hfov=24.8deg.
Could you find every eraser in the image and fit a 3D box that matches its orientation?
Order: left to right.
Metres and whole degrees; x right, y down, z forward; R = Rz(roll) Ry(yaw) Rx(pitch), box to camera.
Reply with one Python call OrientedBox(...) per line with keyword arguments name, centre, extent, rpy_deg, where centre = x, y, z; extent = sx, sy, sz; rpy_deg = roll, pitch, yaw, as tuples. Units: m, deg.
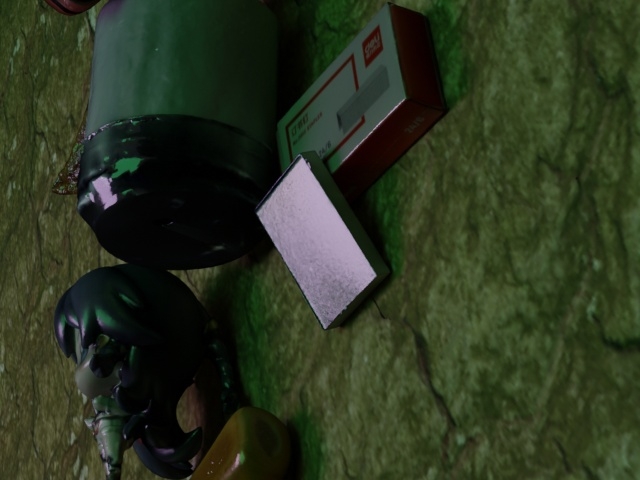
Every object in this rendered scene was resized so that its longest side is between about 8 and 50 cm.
OrientedBox(name="eraser", centre=(0.000, 0.000, 1.429), extent=(0.150, 0.023, 0.104), rpy_deg=(59, 135, 19))

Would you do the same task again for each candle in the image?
OrientedBox(name="candle", centre=(-0.151, -0.156, 1.605), extent=(0.221, 0.221, 0.342), rpy_deg=(-34, 50, 51))

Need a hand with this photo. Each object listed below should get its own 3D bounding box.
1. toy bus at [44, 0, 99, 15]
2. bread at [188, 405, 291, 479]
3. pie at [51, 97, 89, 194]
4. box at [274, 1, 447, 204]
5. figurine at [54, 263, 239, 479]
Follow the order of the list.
OrientedBox(name="toy bus", centre=(-0.206, -0.447, 1.639), extent=(0.427, 0.203, 0.233), rpy_deg=(-47, 18, -17))
OrientedBox(name="bread", centre=(-0.105, 0.274, 1.515), extent=(0.239, 0.074, 0.092), rpy_deg=(-55, 31, 35))
OrientedBox(name="pie", centre=(-0.324, -0.129, 2.076), extent=(0.088, 0.033, 0.191), rpy_deg=(46, 119, 38))
OrientedBox(name="box", centre=(0.033, -0.119, 1.444), extent=(0.229, 0.050, 0.122), rpy_deg=(-43, 44, 45))
OrientedBox(name="figurine", centre=(-0.198, 0.151, 1.605), extent=(0.175, 0.197, 0.265), rpy_deg=(-39, 68, 47))
